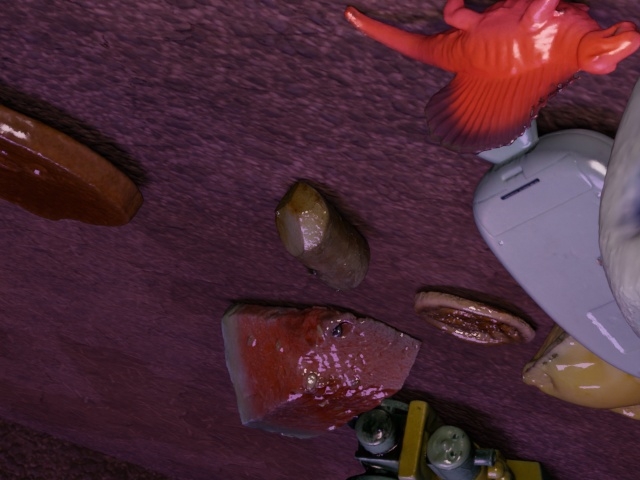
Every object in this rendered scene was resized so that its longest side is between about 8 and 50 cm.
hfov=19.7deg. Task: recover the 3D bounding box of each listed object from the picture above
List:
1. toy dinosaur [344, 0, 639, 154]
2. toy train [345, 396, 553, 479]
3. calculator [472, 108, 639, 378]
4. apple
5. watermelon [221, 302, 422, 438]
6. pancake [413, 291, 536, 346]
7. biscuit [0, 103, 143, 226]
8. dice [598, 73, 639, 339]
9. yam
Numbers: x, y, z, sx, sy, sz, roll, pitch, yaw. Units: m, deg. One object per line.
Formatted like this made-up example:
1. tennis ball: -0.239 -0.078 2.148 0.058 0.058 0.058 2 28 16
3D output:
1. toy dinosaur: 0.103 -0.116 1.301 0.286 0.139 0.070 0 153 46
2. toy train: 0.171 0.319 2.501 0.237 0.150 0.369 1 157 22
3. calculator: 0.222 0.003 1.505 0.295 0.042 0.184 48 142 -9
4. apple: 0.324 0.076 1.643 0.193 0.120 0.265 25 146 -11
5. watermelon: 0.005 0.152 2.245 0.193 0.140 0.257 23 156 -37
6. pancake: 0.168 0.087 2.008 0.139 0.022 0.139 17 163 5
7. biscuit: -0.325 -0.090 1.937 0.273 0.049 0.257 34 160 -34
8. dice: 0.344 -0.035 1.099 0.268 0.262 0.264 24 162 -16
9. yam: 0.000 0.000 1.849 0.070 0.069 0.146 7 160 32
